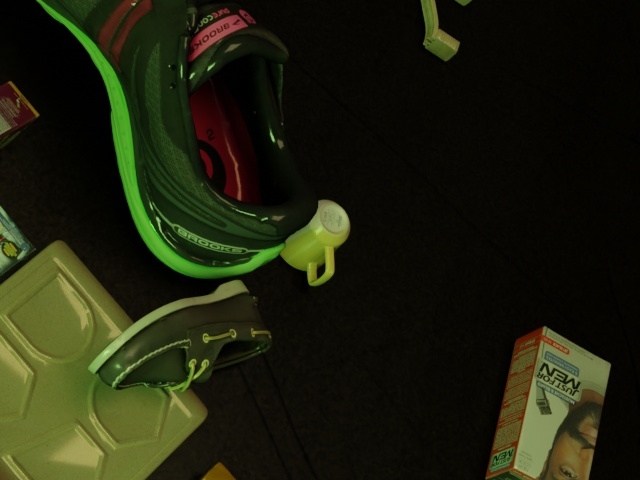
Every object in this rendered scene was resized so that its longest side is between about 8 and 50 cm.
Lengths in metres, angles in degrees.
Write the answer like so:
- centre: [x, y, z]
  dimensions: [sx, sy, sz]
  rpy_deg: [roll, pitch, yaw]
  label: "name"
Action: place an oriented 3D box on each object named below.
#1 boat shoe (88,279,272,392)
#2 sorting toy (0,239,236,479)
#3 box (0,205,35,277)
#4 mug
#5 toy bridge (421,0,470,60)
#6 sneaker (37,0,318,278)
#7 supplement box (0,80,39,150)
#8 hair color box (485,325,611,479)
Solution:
- centre: [-0.116, 0.094, 1.562]
  dimensions: [0.069, 0.081, 0.227]
  rpy_deg: [54, 31, 8]
  label: "boat shoe"
- centre: [-0.201, 0.174, 1.540]
  dimensions: [0.307, 0.041, 0.229]
  rpy_deg: [50, 48, -5]
  label: "sorting toy"
- centre: [-0.328, -0.017, 1.544]
  dimensions: [0.137, 0.027, 0.094]
  rpy_deg: [51, 53, -4]
  label: "box"
- centre: [0.001, -0.003, 1.726]
  dimensions: [0.062, 0.064, 0.078]
  rpy_deg: [-32, 89, -38]
  label: "mug"
- centre: [0.145, -0.289, 1.967]
  dimensions: [0.063, 0.026, 0.188]
  rpy_deg: [31, 56, -17]
  label: "toy bridge"
- centre: [-0.130, -0.201, 1.593]
  dimensions: [0.185, 0.202, 0.483]
  rpy_deg: [-37, 106, -41]
  label: "sneaker"
- centre: [-0.296, -0.102, 1.566]
  dimensions: [0.043, 0.055, 0.083]
  rpy_deg: [51, 26, -4]
  label: "supplement box"
- centre: [0.234, 0.183, 1.801]
  dimensions: [0.093, 0.053, 0.167]
  rpy_deg: [29, 58, -20]
  label: "hair color box"
